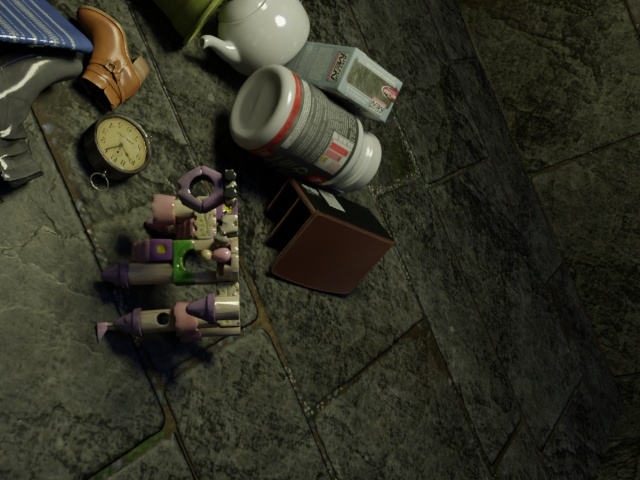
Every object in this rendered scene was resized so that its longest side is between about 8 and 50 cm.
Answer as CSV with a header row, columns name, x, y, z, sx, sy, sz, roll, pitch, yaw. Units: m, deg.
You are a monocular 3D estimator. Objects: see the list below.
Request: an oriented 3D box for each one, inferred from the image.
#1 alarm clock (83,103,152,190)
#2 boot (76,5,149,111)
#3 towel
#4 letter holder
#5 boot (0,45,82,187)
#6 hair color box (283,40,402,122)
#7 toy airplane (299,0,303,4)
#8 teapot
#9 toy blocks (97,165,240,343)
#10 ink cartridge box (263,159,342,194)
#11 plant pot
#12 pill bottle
name,x,y,z,sx,sy,sz,roll,pitch,yaw
alarm clock,-0.414,-0.172,1.323,0.129,0.064,0.192,41,43,-31
boot,-0.455,-0.376,1.369,0.197,0.073,0.152,46,47,-22
towel,-0.593,-0.393,1.137,0.243,0.040,0.336,41,30,26
letter holder,0.000,0.000,1.698,0.302,0.214,0.152,19,27,-44
boot,-0.541,-0.210,1.172,0.338,0.118,0.223,-31,105,-46
hair color box,0.009,-0.422,1.714,0.185,0.374,0.114,23,93,-43
toy airplane,-0.047,-0.815,1.841,0.272,0.386,0.384,41,44,9
teapot,-0.158,-0.552,1.645,0.187,0.252,0.256,53,23,-43
toy blocks,-0.282,0.040,1.236,0.260,0.309,0.289,-1,78,-7
ink cartridge box,-0.059,-0.254,1.797,0.311,0.065,0.186,24,57,-44
plant pot,-0.327,-0.641,1.526,0.254,0.276,0.276,38,45,-17
pill bottle,-0.026,-0.258,1.622,0.363,0.210,0.210,24,55,-42
